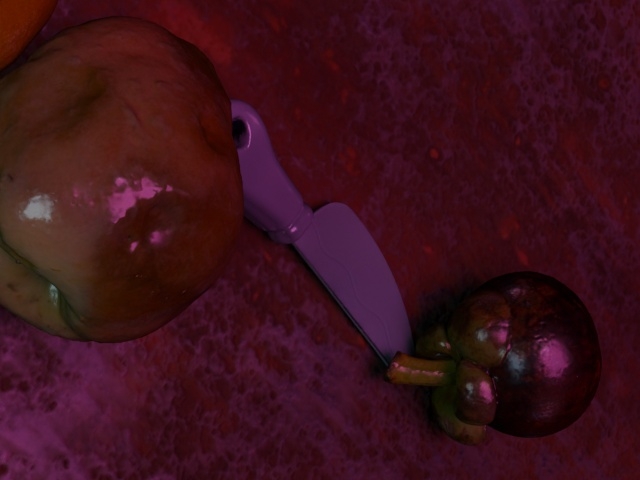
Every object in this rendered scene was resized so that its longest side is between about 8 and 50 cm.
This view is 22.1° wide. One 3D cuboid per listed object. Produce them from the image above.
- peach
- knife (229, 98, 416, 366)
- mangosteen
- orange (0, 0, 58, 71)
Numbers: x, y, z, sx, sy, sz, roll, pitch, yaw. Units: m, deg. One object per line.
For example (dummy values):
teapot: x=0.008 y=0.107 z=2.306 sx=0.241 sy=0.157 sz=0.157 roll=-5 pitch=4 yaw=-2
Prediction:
peach: x=-0.148 y=-0.049 z=1.171 sx=0.214 sy=0.214 sz=0.235 roll=41 pitch=65 yaw=-29
knife: x=0.001 y=-0.002 z=1.383 sx=0.331 sy=0.044 sz=0.080 roll=47 pitch=61 yaw=-33
mangosteen: x=0.158 y=0.109 z=1.424 sx=0.181 sy=0.145 sz=0.156 roll=-14 pitch=107 yaw=-37
orange: x=-0.255 y=-0.181 z=1.133 sx=0.159 sy=0.159 sz=0.136 roll=-52 pitch=154 yaw=-20
